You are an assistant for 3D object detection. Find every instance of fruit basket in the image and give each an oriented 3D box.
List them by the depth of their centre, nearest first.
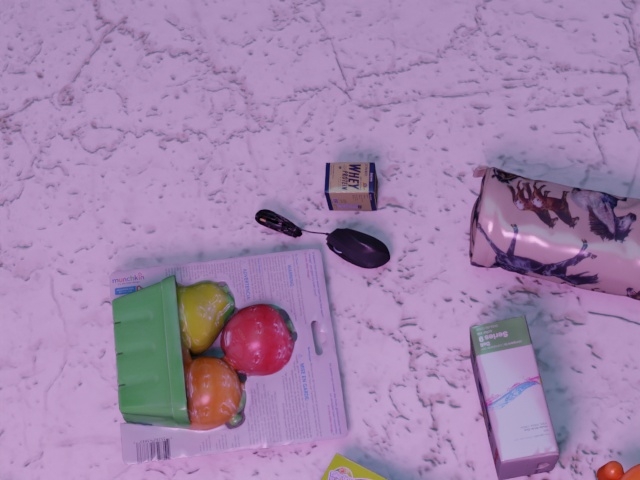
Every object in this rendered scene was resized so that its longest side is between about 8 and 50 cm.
[{"bbox_3d":[-0.153,0.183,1.810,0.353,0.165,0.327,-5,67,-11],"label":"fruit basket"}]

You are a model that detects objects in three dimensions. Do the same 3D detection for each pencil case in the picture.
[{"bbox_3d":[0.429,-0.012,1.779,0.410,0.160,0.183,11,61,12],"label":"pencil case"}]

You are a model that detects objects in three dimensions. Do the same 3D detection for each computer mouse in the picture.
[{"bbox_3d":[0.000,0.000,1.881,0.242,0.071,0.041,16,66,15],"label":"computer mouse"}]

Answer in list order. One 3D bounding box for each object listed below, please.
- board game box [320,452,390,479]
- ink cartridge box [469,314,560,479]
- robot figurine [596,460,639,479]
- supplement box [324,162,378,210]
[{"bbox_3d":[0.116,0.491,1.627,0.347,0.078,0.233,22,73,29],"label":"board game box"},{"bbox_3d":[0.289,0.241,1.700,0.093,0.154,0.212,-13,68,3],"label":"ink cartridge box"},{"bbox_3d":[0.466,0.385,1.582,0.158,0.219,0.128,9,69,9],"label":"robot figurine"},{"bbox_3d":[0.053,-0.090,1.902,0.083,0.083,0.056,0,70,7],"label":"supplement box"}]
